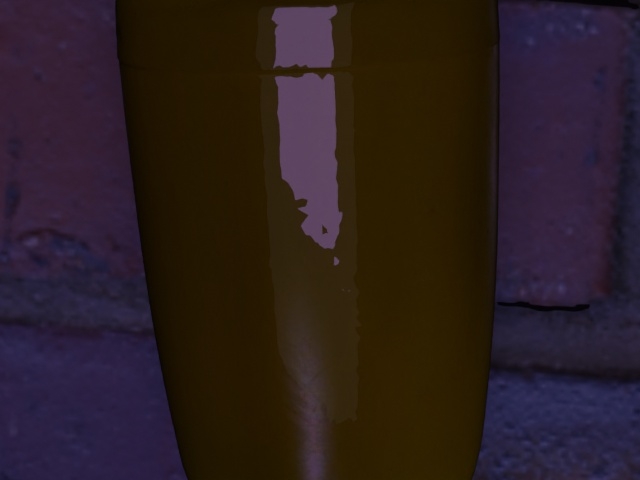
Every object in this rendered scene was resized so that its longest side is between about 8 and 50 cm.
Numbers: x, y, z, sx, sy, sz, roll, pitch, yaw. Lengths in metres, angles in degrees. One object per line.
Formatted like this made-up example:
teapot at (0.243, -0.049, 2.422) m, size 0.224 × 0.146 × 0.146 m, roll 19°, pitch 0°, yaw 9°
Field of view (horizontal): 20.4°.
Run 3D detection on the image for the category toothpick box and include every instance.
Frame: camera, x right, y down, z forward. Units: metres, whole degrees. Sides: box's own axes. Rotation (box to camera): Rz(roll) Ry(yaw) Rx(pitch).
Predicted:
toothpick box at (0.000, 0.000, 0.834) m, size 0.175 × 0.175 × 0.271 m, roll -3°, pitch 103°, yaw 2°
